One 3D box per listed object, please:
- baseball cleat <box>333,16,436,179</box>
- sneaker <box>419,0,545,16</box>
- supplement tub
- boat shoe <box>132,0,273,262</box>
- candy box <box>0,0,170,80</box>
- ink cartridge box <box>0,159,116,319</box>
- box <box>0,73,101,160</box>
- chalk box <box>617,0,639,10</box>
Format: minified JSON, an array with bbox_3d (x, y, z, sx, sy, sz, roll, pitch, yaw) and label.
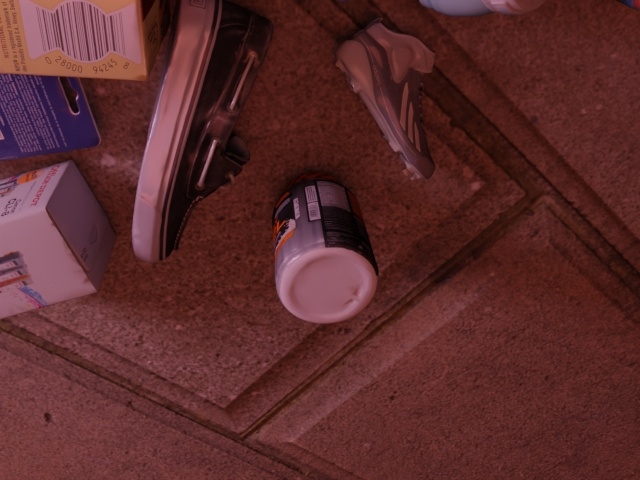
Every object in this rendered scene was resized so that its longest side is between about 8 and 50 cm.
[{"bbox_3d":[0.105,-0.164,0.707,0.109,0.072,0.206,-36,125,9],"label":"baseball cleat"},{"bbox_3d":[0.122,-0.385,0.525,0.135,0.150,0.366,-12,107,-41],"label":"sneaker"},{"bbox_3d":[0.000,0.000,0.733,0.117,0.190,0.117,-3,123,-5],"label":"supplement tub"},{"bbox_3d":[-0.138,-0.105,0.686,0.119,0.121,0.335,12,124,-18],"label":"boat shoe"},{"bbox_3d":[-0.309,-0.223,0.548,0.316,0.183,0.087,2,124,-8],"label":"candy box"},{"bbox_3d":[-0.364,0.002,0.729,0.176,0.128,0.127,-15,124,3],"label":"ink cartridge box"},{"bbox_3d":[-0.374,-0.155,0.675,0.225,0.036,0.136,-8,125,0],"label":"box"},{"bbox_3d":[0.348,-0.331,0.555,0.289,0.179,0.180,-14,124,3],"label":"chalk box"}]
